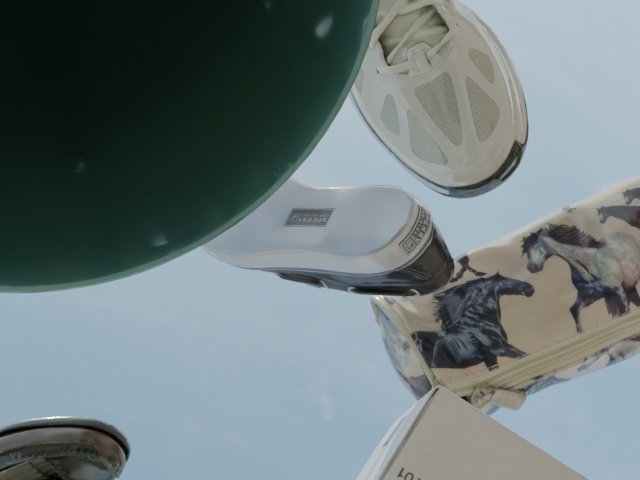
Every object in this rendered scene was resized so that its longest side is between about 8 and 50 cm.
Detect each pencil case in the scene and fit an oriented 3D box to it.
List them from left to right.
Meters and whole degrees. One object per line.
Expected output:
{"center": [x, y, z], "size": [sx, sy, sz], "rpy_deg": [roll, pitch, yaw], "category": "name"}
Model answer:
{"center": [0.262, 0.050, 1.119], "size": [0.410, 0.183, 0.160], "rpy_deg": [-23, -49, -3], "category": "pencil case"}

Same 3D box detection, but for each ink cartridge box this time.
{"center": [0.098, 0.172, 0.744], "size": [0.139, 0.190, 0.082], "rpy_deg": [33, -106, 5], "category": "ink cartridge box"}

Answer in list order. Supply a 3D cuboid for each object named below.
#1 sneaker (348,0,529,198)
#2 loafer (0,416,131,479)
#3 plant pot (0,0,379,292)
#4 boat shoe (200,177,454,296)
{"center": [0.038, -0.250, 1.139], "size": [0.447, 0.169, 0.257], "rpy_deg": [64, -164, 17], "category": "sneaker"}
{"center": [-0.283, 0.220, 0.984], "size": [0.084, 0.267, 0.096], "rpy_deg": [-84, -28, -47], "category": "loafer"}
{"center": [-0.149, -0.159, 0.571], "size": [0.293, 0.235, 0.293], "rpy_deg": [-13, -54, -18], "category": "plant pot"}
{"center": [0.000, 0.000, 0.814], "size": [0.076, 0.228, 0.080], "rpy_deg": [46, -119, -35], "category": "boat shoe"}
